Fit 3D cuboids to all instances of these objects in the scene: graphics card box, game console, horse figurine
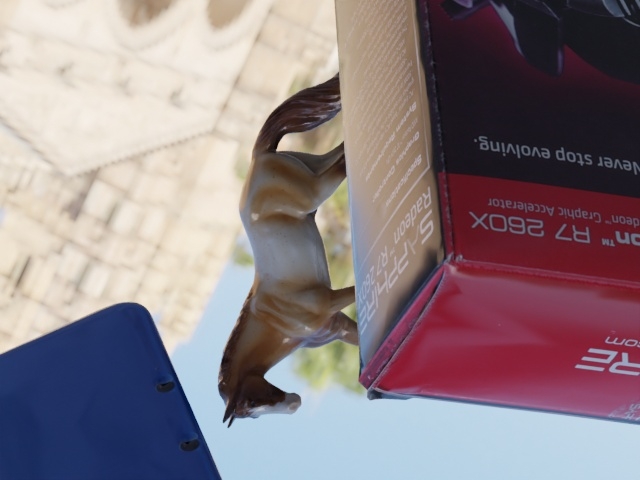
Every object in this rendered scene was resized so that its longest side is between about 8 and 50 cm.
[{"bbox_3d":[0.124,-0.105,0.696,0.232,0.094,0.371,8,-126,-16],"label":"graphics card box"},{"bbox_3d":[-0.191,0.213,1.137,0.173,0.250,0.293,4,-151,-22],"label":"game console"},{"bbox_3d":[0.000,0.000,1.272,0.174,0.263,0.066,-7,178,6],"label":"horse figurine"}]
